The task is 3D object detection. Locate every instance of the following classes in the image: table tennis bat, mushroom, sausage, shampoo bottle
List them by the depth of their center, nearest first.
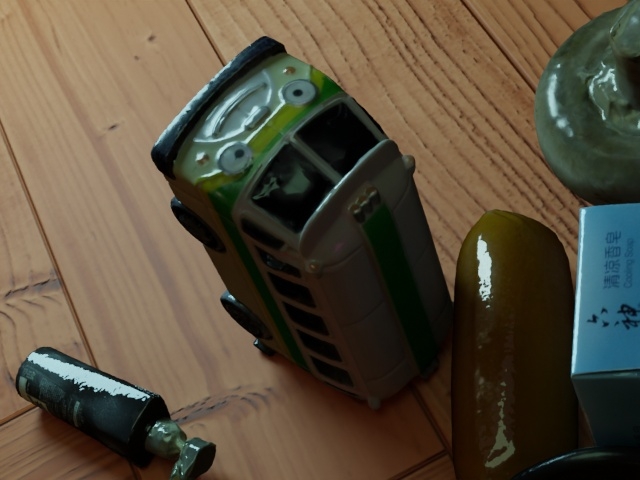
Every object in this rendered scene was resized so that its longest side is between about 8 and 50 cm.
[{"bbox_3d":[0.170,0.212,1.027,0.236,0.150,0.027,-28,41,28],"label":"table tennis bat"},{"bbox_3d":[0.158,0.099,1.127,0.105,0.105,0.274,-5,55,16],"label":"sausage"},{"bbox_3d":[0.281,-0.131,1.182,0.207,0.215,0.207,-7,62,14],"label":"mushroom"},{"bbox_3d":[-0.182,0.157,1.230,0.208,0.057,0.063,21,64,31],"label":"shampoo bottle"}]

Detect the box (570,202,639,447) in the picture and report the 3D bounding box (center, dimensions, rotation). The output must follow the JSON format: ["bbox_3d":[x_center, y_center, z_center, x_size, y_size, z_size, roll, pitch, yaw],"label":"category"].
[{"bbox_3d":[0.243,0.094,1.018,0.083,0.232,0.142,-4,54,21],"label":"box"}]

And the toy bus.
[{"bbox_3d":[0.000,0.000,1.126,0.179,0.305,0.143,32,70,32],"label":"toy bus"}]
